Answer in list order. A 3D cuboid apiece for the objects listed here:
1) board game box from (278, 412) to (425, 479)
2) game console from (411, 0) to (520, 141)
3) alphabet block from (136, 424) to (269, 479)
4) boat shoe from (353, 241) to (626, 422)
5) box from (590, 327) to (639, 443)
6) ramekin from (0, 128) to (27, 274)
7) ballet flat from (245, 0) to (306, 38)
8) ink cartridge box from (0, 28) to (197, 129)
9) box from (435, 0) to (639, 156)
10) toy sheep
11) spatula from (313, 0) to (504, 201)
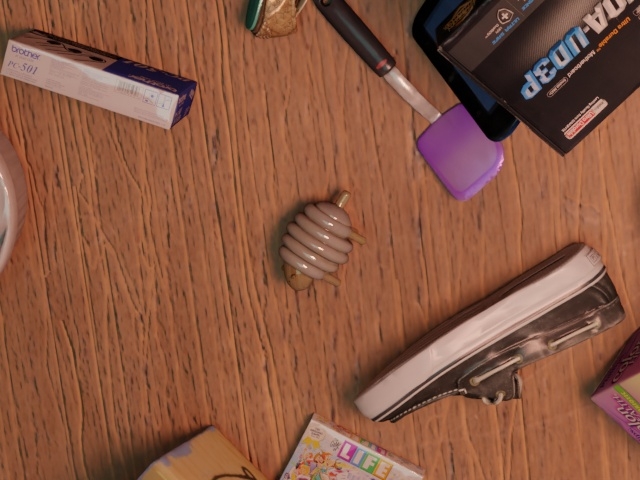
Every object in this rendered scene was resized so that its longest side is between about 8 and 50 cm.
[{"bbox_3d":[0.037,0.292,2.044,0.154,0.026,0.103,27,107,1],"label":"board game box"},{"bbox_3d":[0.162,-0.292,1.717,0.173,0.293,0.250,-30,126,1],"label":"game console"},{"bbox_3d":[-0.150,0.370,1.992,0.197,0.192,0.193,44,109,8],"label":"alphabet block"},{"bbox_3d":[0.198,0.135,1.928,0.335,0.121,0.119,-32,93,13],"label":"boat shoe"},{"bbox_3d":[0.460,0.172,1.832,0.213,0.117,0.243,42,149,-3],"label":"box"},{"bbox_3d":[-0.474,-0.050,1.985,0.273,0.127,0.273,2,104,8],"label":"ramekin"},{"bbox_3d":[-0.032,-0.327,1.883,0.067,0.073,0.206,7,110,-21],"label":"ballet flat"},{"bbox_3d":[-0.254,-0.188,1.929,0.207,0.097,0.046,19,107,3],"label":"ink cartridge box"},{"bbox_3d":[0.244,-0.211,1.573,0.175,0.051,0.220,38,113,-20],"label":"box"},{"bbox_3d":[0.000,0.000,1.947,0.091,0.091,0.132,29,93,1],"label":"toy sheep"},{"bbox_3d":[0.095,-0.178,1.911,0.084,0.030,0.296,-41,95,15],"label":"spatula"}]
